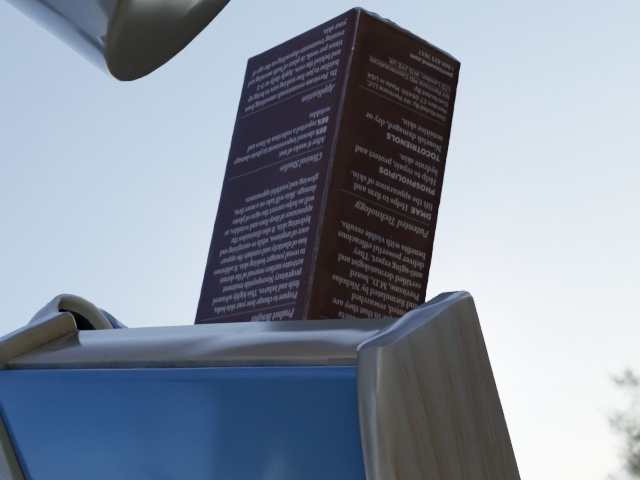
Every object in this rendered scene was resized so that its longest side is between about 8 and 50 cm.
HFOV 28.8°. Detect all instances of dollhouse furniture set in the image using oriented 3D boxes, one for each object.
[{"bbox_3d":[-0.093,0.177,0.332,0.198,0.286,0.303,-6,15,43],"label":"dollhouse furniture set"}]

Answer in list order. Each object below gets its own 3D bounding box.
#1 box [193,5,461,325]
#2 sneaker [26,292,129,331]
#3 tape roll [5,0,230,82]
[{"bbox_3d":[0.000,0.000,1.151,0.191,0.143,0.381,-13,60,53],"label":"box"},{"bbox_3d":[-0.208,0.099,0.747,0.130,0.323,0.236,-63,-5,-57],"label":"sneaker"},{"bbox_3d":[-0.057,-0.181,0.566,0.219,0.072,0.219,-53,-3,-3],"label":"tape roll"}]
